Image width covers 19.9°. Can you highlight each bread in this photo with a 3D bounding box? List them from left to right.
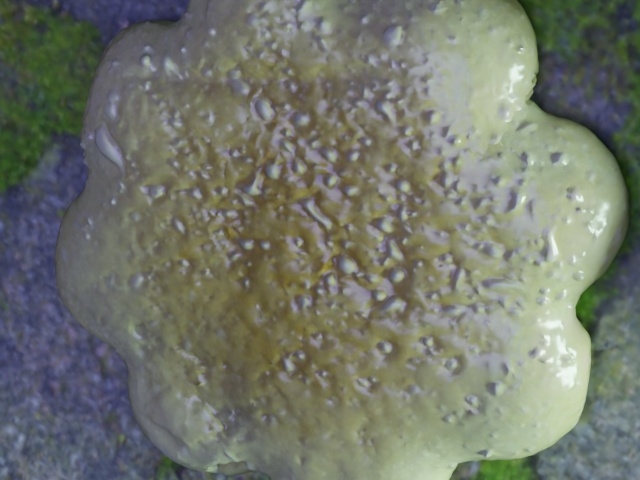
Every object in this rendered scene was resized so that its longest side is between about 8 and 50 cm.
[{"bbox_3d":[0.000,0.000,0.909,0.316,0.054,0.316,6,105,24],"label":"bread"}]
